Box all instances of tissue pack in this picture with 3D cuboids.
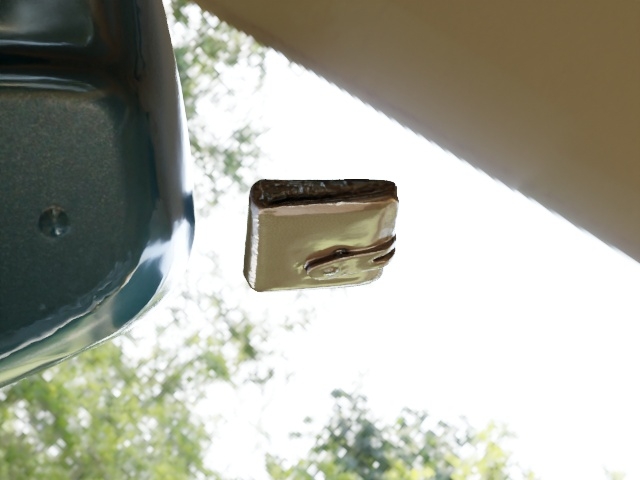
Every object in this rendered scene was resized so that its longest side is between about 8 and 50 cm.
[{"bbox_3d":[-0.159,-0.089,0.383,0.206,0.198,0.288,-144,-146,-78],"label":"tissue pack"}]

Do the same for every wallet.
[{"bbox_3d":[0.000,0.000,0.859,0.117,0.039,0.153,-4,-28,-6],"label":"wallet"}]
